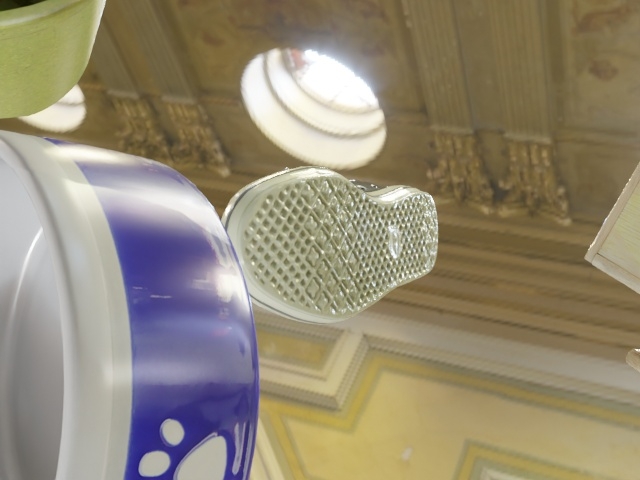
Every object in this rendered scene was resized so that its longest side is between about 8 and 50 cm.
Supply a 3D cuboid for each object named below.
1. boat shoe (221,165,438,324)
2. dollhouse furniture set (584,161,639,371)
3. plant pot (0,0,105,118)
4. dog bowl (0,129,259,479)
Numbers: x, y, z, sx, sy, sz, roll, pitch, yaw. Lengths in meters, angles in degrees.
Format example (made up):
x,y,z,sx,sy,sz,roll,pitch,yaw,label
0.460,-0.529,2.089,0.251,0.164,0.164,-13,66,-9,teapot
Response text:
x,y,z,sx,sy,sz,roll,pitch,yaw,label
0.000,0.000,1.234,0.155,0.500,0.187,1,-86,26,boat shoe
0.480,0.036,0.915,0.256,0.394,0.362,40,-71,41,dollhouse furniture set
-0.276,-0.229,0.783,0.276,0.254,0.276,4,-109,-13,plant pot
-0.153,0.078,0.521,0.264,0.104,0.265,-7,-99,47,dog bowl
